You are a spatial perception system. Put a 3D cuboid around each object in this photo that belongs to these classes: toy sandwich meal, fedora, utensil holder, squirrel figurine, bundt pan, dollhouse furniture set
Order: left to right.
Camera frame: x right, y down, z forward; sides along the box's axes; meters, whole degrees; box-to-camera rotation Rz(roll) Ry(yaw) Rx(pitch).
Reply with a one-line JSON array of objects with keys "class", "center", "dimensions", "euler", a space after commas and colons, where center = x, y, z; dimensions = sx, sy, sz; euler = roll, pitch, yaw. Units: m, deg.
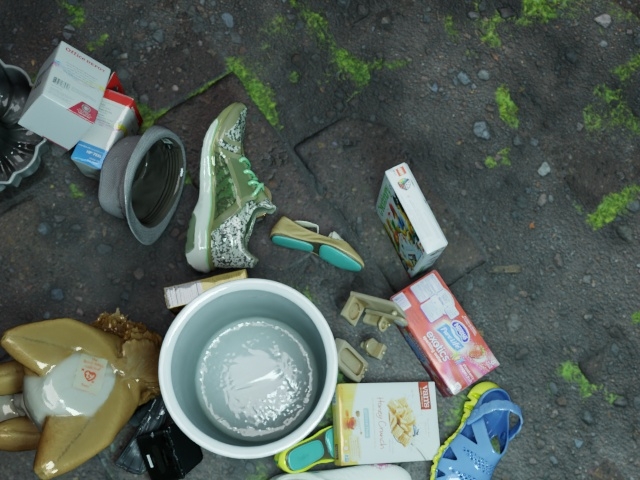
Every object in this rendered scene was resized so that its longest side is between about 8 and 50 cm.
[{"class": "bundt pan", "center": [-0.781, -0.250, 1.857], "dimensions": [0.330, 0.124, 0.331], "euler": [0, 76, -2]}, {"class": "squirrel figurine", "center": [-0.509, 0.308, 1.653], "dimensions": [0.397, 0.370, 0.281], "euler": [-21, 83, -40]}, {"class": "fedora", "center": [-0.415, -0.136, 1.800], "dimensions": [0.124, 0.244, 0.275], "euler": [11, 66, 18]}, {"class": "utensil holder", "center": [-0.139, 0.269, 1.628], "dimensions": [0.327, 0.385, 0.328], "euler": [1, 77, -3]}, {"class": "toy sandwich meal", "center": [-0.151, -0.094, 1.897], "dimensions": [0.085, 0.029, 0.086], "euler": [-2, 71, 7]}, {"class": "dollhouse furniture set", "center": [0.112, 0.219, 1.708], "dimensions": [0.123, 0.144, 0.151], "euler": [11, 63, 41]}]

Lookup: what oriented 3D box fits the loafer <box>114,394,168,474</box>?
[{"class": "loafer", "center": [-0.382, 0.398, 1.745], "dimensions": [0.078, 0.076, 0.223], "euler": [21, 80, -7]}]

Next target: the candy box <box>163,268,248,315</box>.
[{"class": "candy box", "center": [-0.251, 0.118, 1.800], "dimensions": [0.186, 0.109, 0.053], "euler": [-12, 77, -4]}]

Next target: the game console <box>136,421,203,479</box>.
[{"class": "game console", "center": [-0.325, 0.451, 1.727], "dimensions": [0.107, 0.071, 0.122], "euler": [-15, 104, 4]}]

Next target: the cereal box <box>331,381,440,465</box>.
[{"class": "cereal box", "center": [0.144, 0.398, 1.747], "dimensions": [0.240, 0.047, 0.173], "euler": [2, 76, -21]}]

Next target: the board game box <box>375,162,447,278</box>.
[{"class": "board game box", "center": [0.193, -0.035, 1.753], "dimensions": [0.053, 0.305, 0.193], "euler": [-25, 78, -5]}]

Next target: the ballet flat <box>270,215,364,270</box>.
[{"class": "ballet flat", "center": [0.000, 0.000, 1.857], "dimensions": [0.232, 0.080, 0.073], "euler": [20, 62, 1]}]

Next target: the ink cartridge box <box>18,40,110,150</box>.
[{"class": "ink cartridge box", "center": [-0.569, -0.323, 1.780], "dimensions": [0.128, 0.127, 0.176], "euler": [30, 48, -30]}]

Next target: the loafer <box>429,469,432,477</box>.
[{"class": "loafer", "center": [0.278, 0.561, 1.759], "dimensions": [0.045, 0.039, 0.125], "euler": [-12, 79, -39]}]

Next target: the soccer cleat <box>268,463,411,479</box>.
[{"class": "soccer cleat", "center": [0.038, 0.542, 1.695], "dimensions": [0.331, 0.143, 0.116], "euler": [-5, 77, -4]}]

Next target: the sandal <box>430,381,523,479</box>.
[{"class": "sandal", "center": [0.340, 0.451, 1.713], "dimensions": [0.126, 0.138, 0.317], "euler": [29, 73, -16]}]

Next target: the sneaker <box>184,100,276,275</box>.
[{"class": "sneaker", "center": [-0.182, -0.112, 1.829], "dimensions": [0.182, 0.158, 0.410], "euler": [8, 84, 8]}]

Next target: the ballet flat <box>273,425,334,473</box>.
[{"class": "ballet flat", "center": [-0.003, 0.452, 1.740], "dimensions": [0.231, 0.077, 0.077], "euler": [-8, 81, -37]}]

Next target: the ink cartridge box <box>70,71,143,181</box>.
[{"class": "ink cartridge box", "center": [-0.487, -0.260, 1.865], "dimensions": [0.078, 0.134, 0.231], "euler": [21, 77, 2]}]

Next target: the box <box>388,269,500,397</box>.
[{"class": "box", "center": [0.268, 0.211, 1.792], "dimensions": [0.128, 0.122, 0.257], "euler": [-32, 80, -9]}]
